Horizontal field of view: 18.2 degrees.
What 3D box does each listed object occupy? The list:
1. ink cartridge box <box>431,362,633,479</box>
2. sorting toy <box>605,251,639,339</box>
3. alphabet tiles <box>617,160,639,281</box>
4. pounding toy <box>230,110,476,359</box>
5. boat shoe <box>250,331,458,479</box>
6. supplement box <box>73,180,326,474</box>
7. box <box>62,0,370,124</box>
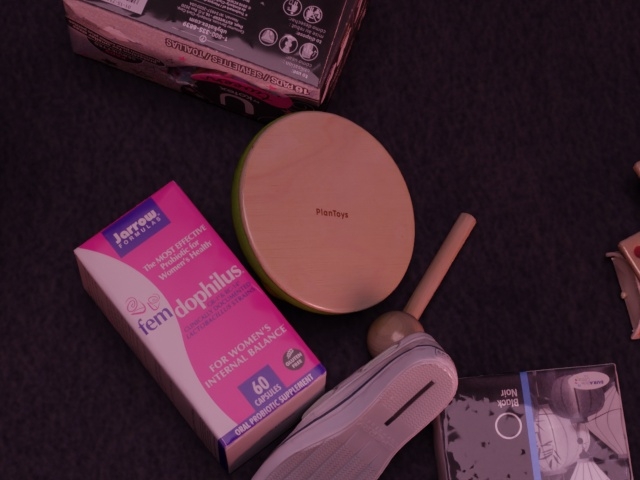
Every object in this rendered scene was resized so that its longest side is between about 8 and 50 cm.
[{"bbox_3d":[0.194,0.276,1.705,0.165,0.065,0.332,-6,74,-5],"label":"ink cartridge box"},{"bbox_3d":[0.309,0.040,1.802,0.075,0.045,0.083,-7,72,-25],"label":"sorting toy"},{"bbox_3d":[0.451,0.002,1.805,0.342,0.011,0.285,-26,75,-19],"label":"alphabet tiles"},{"bbox_3d":[0.000,0.000,1.777,0.237,0.110,0.183,35,59,-22],"label":"pounding toy"},{"bbox_3d":[0.026,0.168,1.722,0.226,0.076,0.083,-37,112,8],"label":"boat shoe"},{"bbox_3d":[-0.104,0.075,1.728,0.111,0.114,0.220,-37,76,-12],"label":"supplement box"},{"bbox_3d":[-0.090,-0.218,1.806,0.247,0.142,0.163,20,74,5],"label":"box"}]
